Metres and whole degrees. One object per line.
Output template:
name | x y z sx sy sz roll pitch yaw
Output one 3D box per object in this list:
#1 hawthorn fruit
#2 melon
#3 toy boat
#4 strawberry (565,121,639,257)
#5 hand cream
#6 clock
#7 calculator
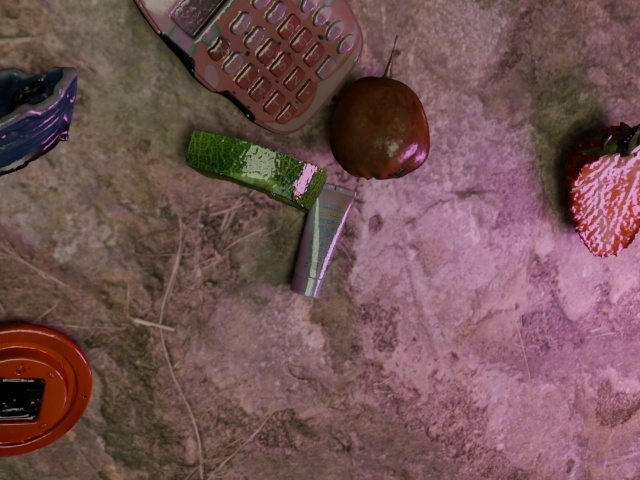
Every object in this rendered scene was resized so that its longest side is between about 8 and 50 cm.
hawthorn fruit | 0.084 -0.167 0.970 0.149 0.149 0.189 19 61 -32
melon | -0.082 -0.092 0.922 0.209 0.118 0.064 17 90 -19
toy boat | -0.411 -0.134 0.721 0.309 0.129 0.143 -19 133 -17
strawberry | 0.520 -0.106 1.223 0.188 0.106 0.286 -5 130 0
hand cream | 0.000 0.000 1.045 0.076 0.047 0.174 13 97 -30
clock | -0.416 0.206 0.921 0.205 0.051 0.205 -11 117 -23
calculator | -0.080 -0.281 0.875 0.220 0.048 0.329 -50 126 0
